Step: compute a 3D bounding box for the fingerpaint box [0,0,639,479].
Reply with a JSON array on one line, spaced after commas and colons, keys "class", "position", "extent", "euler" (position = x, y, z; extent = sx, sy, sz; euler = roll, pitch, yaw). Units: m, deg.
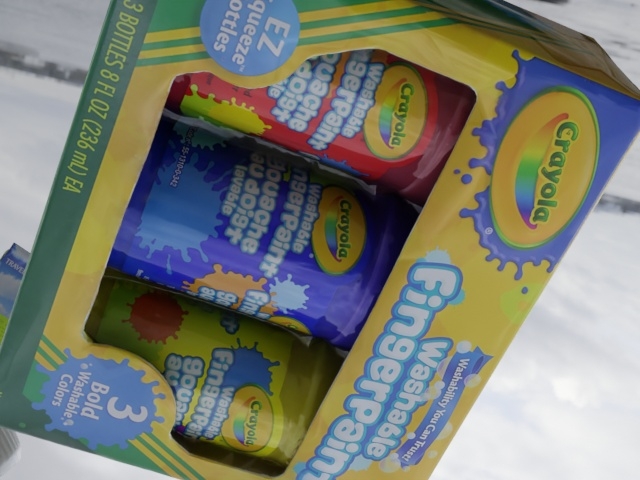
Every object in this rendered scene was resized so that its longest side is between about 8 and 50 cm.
[{"class": "fingerpaint box", "position": [-0.024, -0.006, 0.782], "extent": [0.371, 0.445, 0.163], "euler": [20, -154, -12]}]

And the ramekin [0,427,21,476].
[{"class": "ramekin", "position": [-0.453, 0.263, 1.145], "extent": [0.109, 0.207, 0.207], "euler": [56, -173, -3]}]

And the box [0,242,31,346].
[{"class": "box", "position": [-0.428, 0.098, 1.351], "extent": [0.109, 0.178, 0.042], "euler": [35, -175, -15]}]
